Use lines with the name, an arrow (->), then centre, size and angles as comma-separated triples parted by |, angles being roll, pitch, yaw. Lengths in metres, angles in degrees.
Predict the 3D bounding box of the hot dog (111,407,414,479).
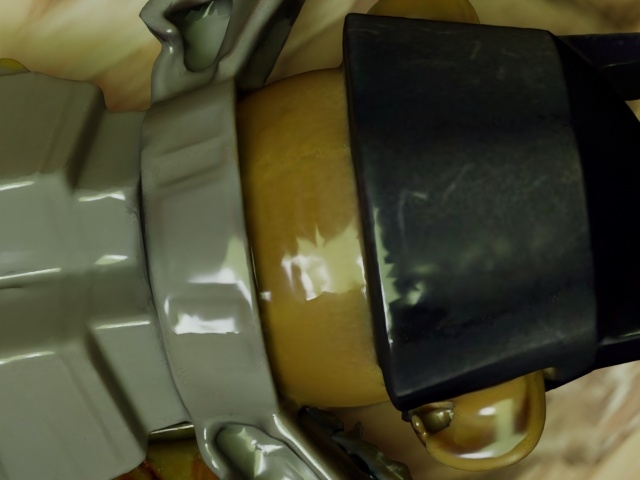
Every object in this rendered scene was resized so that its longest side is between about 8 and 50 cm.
hot dog -> -0.075, 0.161, 0.633 | 0.270, 0.082, 0.163 | -11, 103, 7

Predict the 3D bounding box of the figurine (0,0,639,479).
figurine -> 0.000, 0.003, 0.554 | 0.308, 0.143, 0.308 | 1, 102, 5
